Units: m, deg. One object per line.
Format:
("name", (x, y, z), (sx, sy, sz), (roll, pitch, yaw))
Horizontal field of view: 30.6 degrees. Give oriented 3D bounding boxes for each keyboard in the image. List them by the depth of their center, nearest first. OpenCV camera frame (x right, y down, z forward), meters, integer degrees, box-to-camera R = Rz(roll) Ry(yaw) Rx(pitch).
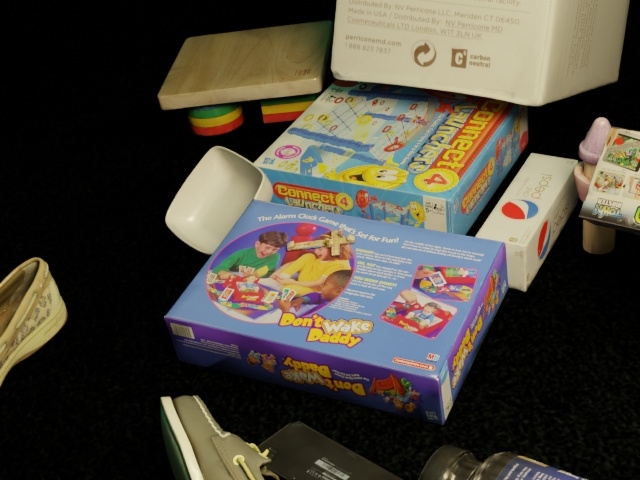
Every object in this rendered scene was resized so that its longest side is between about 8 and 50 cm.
("keyboard", (0.001, 0.255, 1.218), (0.180, 0.023, 0.108), (22, 38, 37))

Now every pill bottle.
("pill bottle", (0.199, 0.267, 1.072), (0.219, 0.122, 0.123), (17, 41, 30))

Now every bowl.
("bowl", (-0.133, -0.046, 1.612), (0.142, 0.053, 0.142), (33, 87, 44))

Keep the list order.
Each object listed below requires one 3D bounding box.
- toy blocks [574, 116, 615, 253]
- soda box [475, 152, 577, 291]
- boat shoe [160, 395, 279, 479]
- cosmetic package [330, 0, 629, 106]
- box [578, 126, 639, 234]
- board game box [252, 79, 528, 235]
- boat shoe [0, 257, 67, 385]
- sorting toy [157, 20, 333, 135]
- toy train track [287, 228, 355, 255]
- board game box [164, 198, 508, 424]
("toy blocks", (0.496, -0.080, 1.393), (0.309, 0.260, 0.288), (-17, 35, -13))
("soda box", (0.271, -0.027, 1.524), (0.069, 0.073, 0.216), (11, 39, 25))
("boat shoe", (-0.079, 0.259, 1.156), (0.091, 0.109, 0.305), (-19, 42, -17))
("cosmetic package", (0.257, -0.396, 1.736), (0.330, 0.327, 0.394), (12, 18, 28))
("box", (0.391, -0.055, 1.284), (0.036, 0.114, 0.207), (21, -1, -40))
("board game box", (0.107, -0.126, 1.687), (0.302, 0.086, 0.308), (11, 39, 25))
("boat shoe", (-0.423, 0.130, 1.419), (0.105, 0.089, 0.285), (11, 39, 24))
("sorting toy", (-0.110, -0.259, 1.905), (0.256, 0.089, 0.257), (-5, 30, 9))
("toy train track", (0.000, 0.000, 1.424), (0.083, 0.014, 0.048), (-7, 39, 6))
("board game box", (0.023, 0.074, 1.404), (0.347, 0.078, 0.233), (11, 44, 25))
